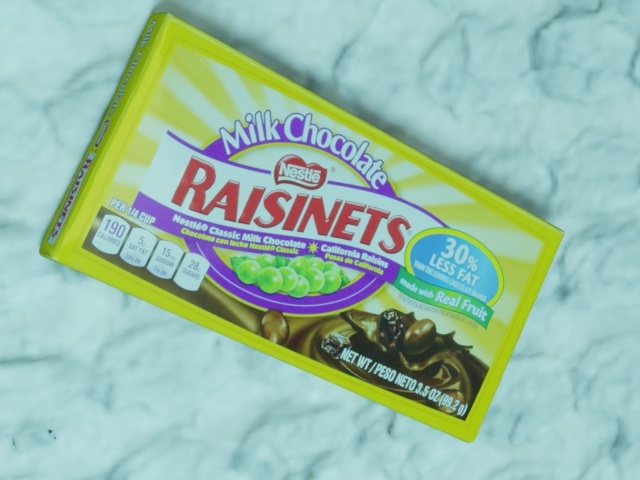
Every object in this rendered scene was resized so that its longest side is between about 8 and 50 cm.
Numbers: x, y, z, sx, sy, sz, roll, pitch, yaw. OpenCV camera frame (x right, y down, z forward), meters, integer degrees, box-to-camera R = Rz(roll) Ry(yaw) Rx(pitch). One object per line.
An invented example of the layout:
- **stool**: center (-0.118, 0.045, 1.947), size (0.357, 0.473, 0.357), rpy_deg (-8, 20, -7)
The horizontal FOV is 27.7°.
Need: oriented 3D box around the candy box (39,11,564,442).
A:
- **candy box**: center (0.000, 0.000, 0.536), size (0.206, 0.027, 0.105), rpy_deg (26, 84, -25)
